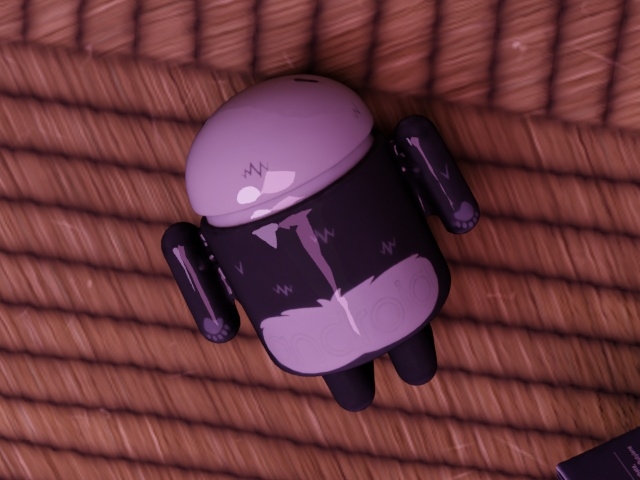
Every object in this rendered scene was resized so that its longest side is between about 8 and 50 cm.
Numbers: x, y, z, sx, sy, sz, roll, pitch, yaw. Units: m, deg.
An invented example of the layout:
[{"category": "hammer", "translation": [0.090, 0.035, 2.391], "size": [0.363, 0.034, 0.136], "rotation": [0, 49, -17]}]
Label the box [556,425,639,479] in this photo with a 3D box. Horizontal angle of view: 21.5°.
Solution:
[{"category": "box", "translation": [0.385, 0.275, 1.335], "size": [0.313, 0.179, 0.343], "rotation": [-24, 130, -7]}]

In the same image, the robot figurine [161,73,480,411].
[{"category": "robot figurine", "translation": [0.002, -0.002, 1.391], "size": [0.174, 0.209, 0.278], "rotation": [1, 123, 56]}]
